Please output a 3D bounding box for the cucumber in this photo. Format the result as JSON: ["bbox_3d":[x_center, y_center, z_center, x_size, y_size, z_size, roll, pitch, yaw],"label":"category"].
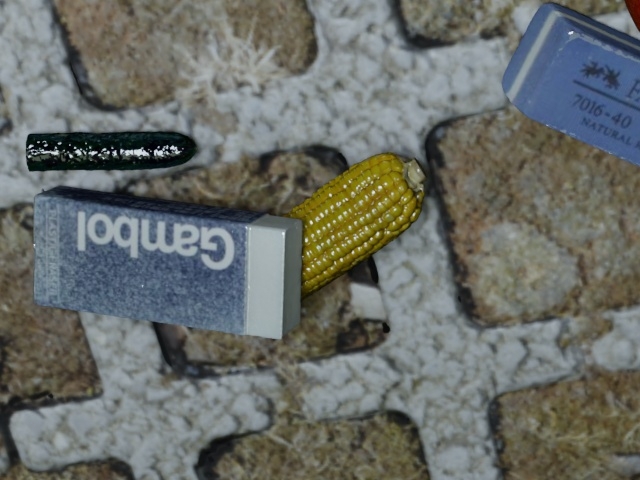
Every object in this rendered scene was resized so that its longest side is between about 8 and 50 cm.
[{"bbox_3d":[-0.160,-0.069,1.486,0.133,0.032,0.032,-2,118,4],"label":"cucumber"}]

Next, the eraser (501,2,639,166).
[{"bbox_3d":[0.250,-0.098,1.439,0.225,0.036,0.082,23,119,-9],"label":"eraser"}]

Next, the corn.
[{"bbox_3d":[0.000,0.000,1.492,0.207,0.068,0.068,-36,110,22],"label":"corn"}]

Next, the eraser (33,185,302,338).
[{"bbox_3d":[-0.118,0.016,1.477,0.212,0.046,0.092,8,106,20],"label":"eraser"}]

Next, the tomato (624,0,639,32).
[{"bbox_3d":[0.288,-0.184,1.331,0.167,0.167,0.167,2,118,3],"label":"tomato"}]
